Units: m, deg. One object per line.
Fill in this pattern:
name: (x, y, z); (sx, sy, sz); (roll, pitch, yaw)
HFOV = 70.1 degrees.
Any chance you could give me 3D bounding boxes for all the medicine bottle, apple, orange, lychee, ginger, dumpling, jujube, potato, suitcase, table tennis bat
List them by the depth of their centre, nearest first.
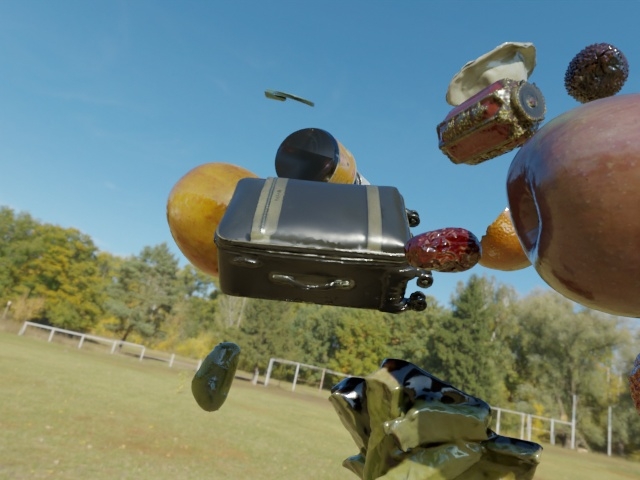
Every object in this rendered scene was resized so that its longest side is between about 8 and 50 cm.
apple: (0.381, -0.046, 0.583); (0.235, 0.305, 0.305); (-8, -21, 7)
jujube: (0.191, 0.017, 0.720); (0.129, 0.077, 0.077); (-5, -10, -25)
ginger: (0.173, 0.425, 0.803); (0.413, 0.211, 0.358); (46, -51, 7)
suitcase: (0.000, 0.000, 0.939); (0.434, 0.283, 0.194); (5, -55, 1)
apple: (-0.253, -0.055, 1.205); (0.275, 0.299, 0.299); (30, -10, 23)
potato: (-0.279, 0.363, 1.232); (0.105, 0.188, 0.085); (30, -19, -9)
lychee: (0.855, -0.516, 1.423); (0.188, 0.188, 0.188); (11, -18, 4)
orange: (0.602, -0.025, 1.451); (0.274, 0.274, 0.310); (13, 18, -2)
dumpling: (0.572, -0.531, 1.489); (0.341, 0.181, 0.260); (11, -47, -17)
medicine bottle: (0.028, -0.221, 1.606); (0.243, 0.242, 0.395); (3, -11, 28)
table tennis bat: (-0.123, -0.519, 1.656); (0.237, 0.038, 0.149); (27, 15, 39)

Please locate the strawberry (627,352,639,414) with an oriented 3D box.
strawberry: (0.864, 0.333, 1.074); (0.239, 0.250, 0.288); (-2, -43, 49)

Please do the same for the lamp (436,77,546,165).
lamp: (0.421, -0.290, 1.147); (0.177, 0.177, 0.274); (20, -17, -24)
